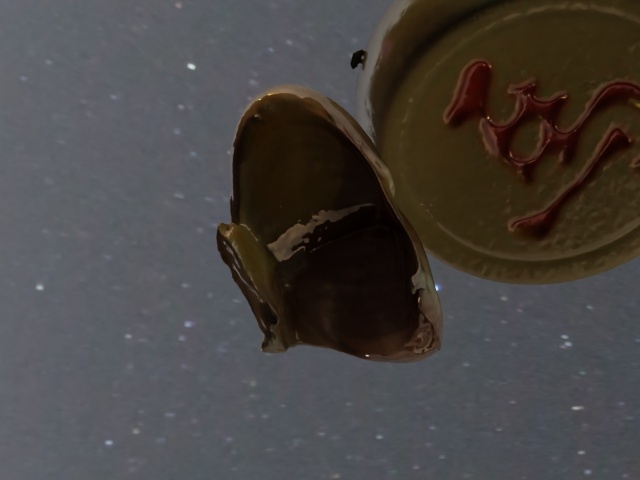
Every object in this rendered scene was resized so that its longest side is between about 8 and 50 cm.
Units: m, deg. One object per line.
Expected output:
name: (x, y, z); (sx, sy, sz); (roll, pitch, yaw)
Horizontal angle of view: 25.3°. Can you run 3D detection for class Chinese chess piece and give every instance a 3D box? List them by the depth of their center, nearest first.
Chinese chess piece: (0.157, -0.091, 1.012); (0.273, 0.273, 0.102); (-33, -149, 20)

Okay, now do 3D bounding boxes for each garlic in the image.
garlic: (0.010, -0.005, 0.785); (0.099, 0.124, 0.174); (-18, -80, 19)
